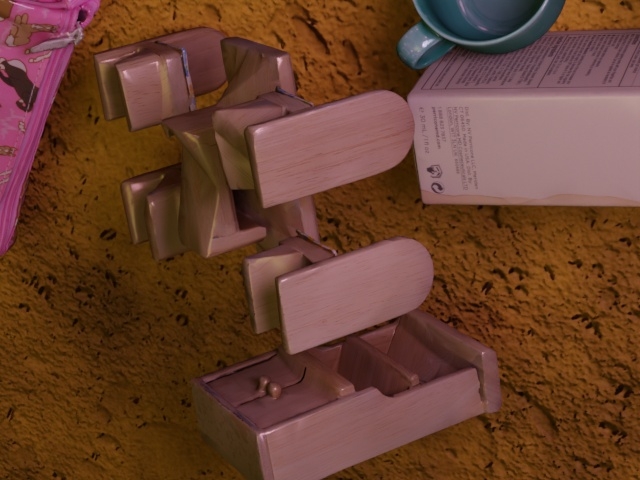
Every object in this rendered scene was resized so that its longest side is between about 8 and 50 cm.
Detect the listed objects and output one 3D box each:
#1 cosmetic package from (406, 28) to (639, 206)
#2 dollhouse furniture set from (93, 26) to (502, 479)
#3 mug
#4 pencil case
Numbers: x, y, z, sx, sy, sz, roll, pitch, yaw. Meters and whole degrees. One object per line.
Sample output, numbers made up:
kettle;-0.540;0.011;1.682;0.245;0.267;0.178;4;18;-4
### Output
cosmetic package;0.249;-0.110;1.343;0.309;0.160;0.113;3;119;23
dollhouse furniture set;0.000;0.000;1.432;0.362;0.256;0.394;28;131;58
mug;0.140;-0.226;1.344;0.158;0.097;0.129;-11;87;19
pencil case;-0.351;-0.144;1.582;0.160;0.167;0.386;11;128;-22
